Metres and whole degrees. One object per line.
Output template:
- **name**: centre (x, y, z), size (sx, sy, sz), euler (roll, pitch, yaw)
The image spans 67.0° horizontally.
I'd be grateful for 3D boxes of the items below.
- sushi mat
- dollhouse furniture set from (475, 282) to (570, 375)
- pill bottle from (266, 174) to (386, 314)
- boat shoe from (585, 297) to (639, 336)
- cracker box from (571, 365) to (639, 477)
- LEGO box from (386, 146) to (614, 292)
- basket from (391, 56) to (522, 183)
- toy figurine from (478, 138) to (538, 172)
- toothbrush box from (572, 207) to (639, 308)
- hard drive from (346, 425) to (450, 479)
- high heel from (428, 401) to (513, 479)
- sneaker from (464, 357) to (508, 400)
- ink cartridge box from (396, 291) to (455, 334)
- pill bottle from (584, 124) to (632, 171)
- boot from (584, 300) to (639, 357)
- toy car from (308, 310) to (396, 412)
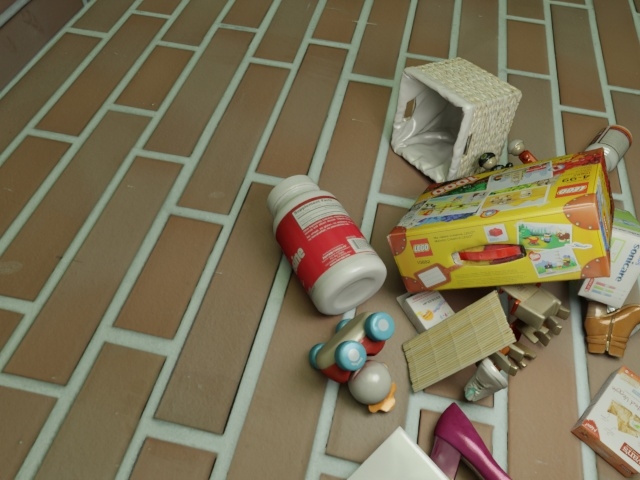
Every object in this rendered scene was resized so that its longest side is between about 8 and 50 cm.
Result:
- **sushi mat**: centre (0.346, 0.266, 1.255), size (0.019, 0.317, 0.151), euler (28, 37, -35)
- **dollhouse furniture set**: centre (0.531, 0.220, 1.293), size (0.262, 0.259, 0.135), euler (-31, 50, -23)
- **pill bottle**: centre (0.000, 0.000, 1.445), size (0.229, 0.229, 0.407), euler (-23, 58, -17)
- **boat shoe**: centre (0.846, 0.212, 1.433), size (0.063, 0.066, 0.184), euler (-43, 73, -5)
- **cracker box**: centre (0.785, 0.460, 1.247), size (0.232, 0.067, 0.156), euler (-38, 64, -25)
- **LEGO box**: centre (0.495, -0.049, 1.314), size (0.501, 0.193, 0.372), euler (-10, 22, 37)
- **basket**: centre (0.457, -0.419, 1.692), size (0.267, 0.328, 0.331), euler (-23, 49, -24)
- **toy figurine**: centre (0.614, -0.221, 1.638), size (0.213, 0.209, 0.148), euler (-29, 70, -20)
- **toothbrush box**: centre (0.825, 0.031, 1.404), size (0.122, 0.206, 0.283), euler (18, 26, 10)
- **hard drive**: centre (0.223, 0.637, 1.079), size (0.233, 0.047, 0.353), euler (-42, 66, -9)
- **high heel**: centre (0.447, 0.537, 1.135), size (0.378, 0.127, 0.181), euler (22, 67, 17)
- **sneaker**: centre (0.403, 0.365, 1.214), size (0.094, 0.212, 0.080), euler (-32, 59, -6)
- **ink cartridge box**: centre (0.314, 0.206, 1.412), size (0.105, 0.061, 0.181), euler (-22, 58, -17)
- **pill bottle**: centre (1.048, -0.324, 1.784), size (0.121, 0.121, 0.221), euler (36, 61, 21)
- **boot**: centre (0.853, 0.252, 1.357), size (0.197, 0.073, 0.152), euler (1, 80, 28)
- **toy car**: centre (0.126, 0.332, 1.267), size (0.210, 0.219, 0.238), euler (-39, 94, -26)
